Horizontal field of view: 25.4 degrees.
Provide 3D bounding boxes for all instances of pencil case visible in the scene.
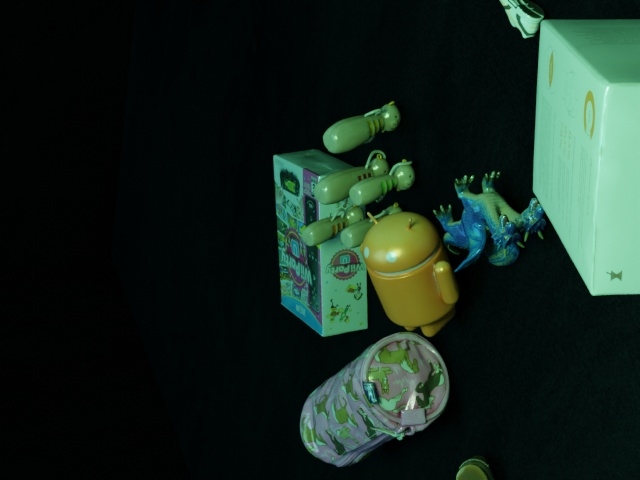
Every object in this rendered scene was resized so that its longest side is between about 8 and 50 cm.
[{"bbox_3d":[0.087,0.284,2.462,0.160,0.167,0.386,46,154,1],"label":"pencil case"}]

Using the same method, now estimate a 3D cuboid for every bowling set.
[{"bbox_3d":[0.098,-0.063,2.369,0.200,0.154,0.287,46,142,27],"label":"bowling set"}]

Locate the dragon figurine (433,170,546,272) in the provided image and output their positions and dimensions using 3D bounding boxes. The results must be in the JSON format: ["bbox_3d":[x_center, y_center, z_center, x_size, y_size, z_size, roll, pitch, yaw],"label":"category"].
[{"bbox_3d":[0.234,-0.003,2.069,0.289,0.085,0.144,120,138,-56],"label":"dragon figurine"}]

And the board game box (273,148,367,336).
[{"bbox_3d":[0.000,0.000,2.657,0.224,0.098,0.303,-148,52,-64],"label":"board game box"}]

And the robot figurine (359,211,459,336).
[{"bbox_3d":[0.139,0.047,2.218,0.158,0.128,0.219,-103,-9,-57],"label":"robot figurine"}]

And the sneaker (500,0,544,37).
[{"bbox_3d":[0.265,-0.317,1.937,0.109,0.040,0.043,-118,27,-42],"label":"sneaker"}]

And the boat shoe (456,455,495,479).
[{"bbox_3d":[0.254,0.441,2.223,0.073,0.073,0.206,-23,-69,-73],"label":"boat shoe"}]

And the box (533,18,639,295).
[{"bbox_3d":[0.339,-0.101,1.503,0.345,0.168,0.214,-94,3,-70],"label":"box"}]
